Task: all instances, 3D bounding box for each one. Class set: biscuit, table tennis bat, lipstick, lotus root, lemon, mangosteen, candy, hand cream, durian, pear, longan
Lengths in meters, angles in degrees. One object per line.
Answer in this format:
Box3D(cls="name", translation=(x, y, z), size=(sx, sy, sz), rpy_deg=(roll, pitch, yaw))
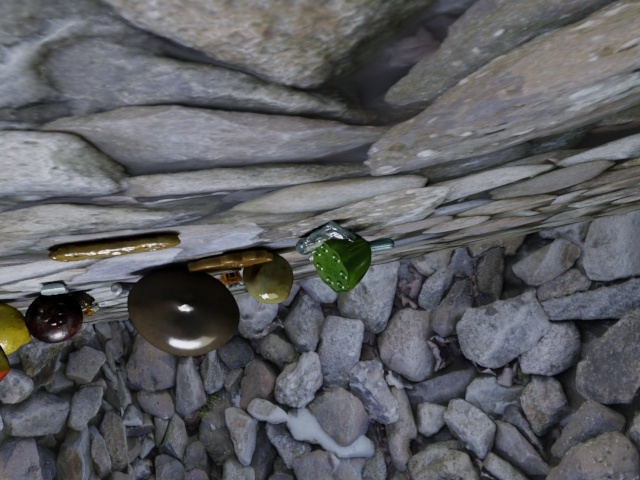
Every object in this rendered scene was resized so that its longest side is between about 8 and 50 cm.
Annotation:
Box3D(cls="biscuit", translation=(-0.269, 0.061, 1.531), size=(0.249, 0.035, 0.184), rpy_deg=(-11, 172, 10))
Box3D(cls="table tennis bat", translation=(0.152, 0.027, 1.899), size=(0.244, 0.040, 0.153), rpy_deg=(-8, 173, 17))
Box3D(cls="lipstick", translation=(-0.661, 0.165, 1.753), size=(0.040, 0.040, 0.141), rpy_deg=(-12, 172, 8))
Box3D(cls="lotus root", translation=(0.085, 0.042, 1.511), size=(0.186, 0.186, 0.186), rpy_deg=(-10, 173, -1))
Box3D(cls="lemon", translation=(-1.005, 0.278, 1.591), size=(0.174, 0.173, 0.206), rpy_deg=(-17, 144, 39))
Box3D(cls="mangosteen", translation=(-0.842, 0.250, 1.630), size=(0.173, 0.172, 0.184), rpy_deg=(-6, 150, -31))
Box3D(cls="candy", translation=(-1.043, 0.316, 2.329), size=(0.182, 0.046, 0.053), rpy_deg=(-18, 172, 33))
Box3D(cls="biscuit", translation=(-0.407, 0.018, 1.032), size=(0.247, 0.028, 0.118), rpy_deg=(-8, 173, -18))
Box3D(cls="hand cream", translation=(0.000, 0.001, 1.369), size=(0.075, 0.052, 0.248), rpy_deg=(9, 167, -26))
Box3D(cls="durian", translation=(-0.819, 0.212, 1.735), size=(0.140, 0.071, 0.110), rpy_deg=(-18, -154, 28))
Box3D(cls="pear", translation=(-0.165, 0.119, 1.641), size=(0.167, 0.167, 0.137), rpy_deg=(-17, 149, 39))
Box3D(cls="longan", translation=(-0.419, 0.221, 1.591), size=(0.350, 0.288, 0.288), rpy_deg=(25, 153, -31))

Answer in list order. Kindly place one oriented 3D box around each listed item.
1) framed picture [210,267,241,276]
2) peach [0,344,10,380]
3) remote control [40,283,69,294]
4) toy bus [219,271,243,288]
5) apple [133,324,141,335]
Box3D(cls="framed picture", translation=(-0.361, 0.101, 1.756), size=(0.128, 0.023, 0.168), rpy_deg=(-12, 172, 13))
Box3D(cls="peach", translation=(-0.990, 0.287, 1.260), size=(0.381, 0.306, 0.242), rpy_deg=(-6, 180, -1))
Box3D(cls="remote control", translation=(-0.755, 0.139, 1.465), size=(0.061, 0.029, 0.162), rpy_deg=(-5, 176, -24))
Box3D(cls="toy bus", translation=(-0.341, 0.147, 1.941), size=(0.070, 0.074, 0.162), rpy_deg=(-16, 173, -20))
Box3D(cls="apple", translation=(-0.641, 0.299, 2.132), size=(0.261, 0.216, 0.260), rpy_deg=(-13, 174, -1))
